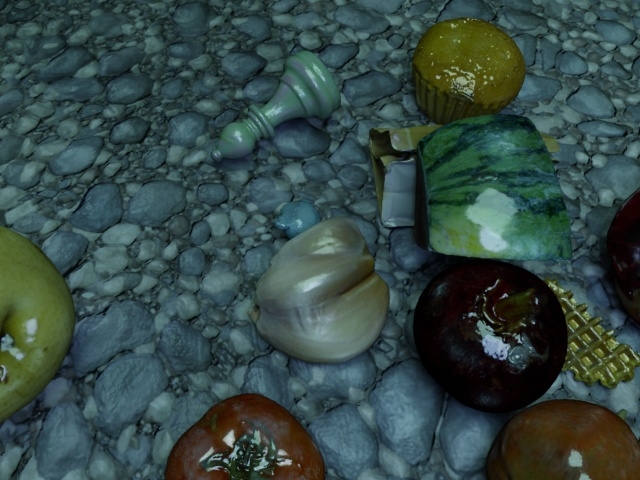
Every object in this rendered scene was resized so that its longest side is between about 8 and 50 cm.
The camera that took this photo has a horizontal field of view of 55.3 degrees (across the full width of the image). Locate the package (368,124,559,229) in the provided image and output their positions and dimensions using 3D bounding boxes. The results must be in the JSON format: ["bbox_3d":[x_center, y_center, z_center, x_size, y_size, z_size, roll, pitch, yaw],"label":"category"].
[{"bbox_3d":[0.259,-0.159,1.119,0.312,0.165,0.221,-2,61,-4],"label":"package"}]

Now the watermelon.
[{"bbox_3d":[0.267,-0.065,1.004,0.213,0.201,0.261,-1,69,-2],"label":"watermelon"}]

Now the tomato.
[{"bbox_3d":[-0.111,0.320,0.854,0.237,0.095,0.236,-5,52,6],"label":"tomato"}]

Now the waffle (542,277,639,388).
[{"bbox_3d":[0.438,0.156,1.016,0.192,0.046,0.160,18,62,7],"label":"waffle"}]

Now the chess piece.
[{"bbox_3d":[-0.102,-0.240,1.188,0.272,0.139,0.139,-38,68,-8],"label":"chess piece"}]

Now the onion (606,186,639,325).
[{"bbox_3d":[0.632,0.028,1.000,0.314,0.232,0.313,-1,87,17],"label":"onion"}]

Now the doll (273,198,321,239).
[{"bbox_3d":[-0.004,0.002,1.083,0.180,0.075,0.120,45,28,0],"label":"doll"}]

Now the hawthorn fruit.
[{"bbox_3d":[0.361,0.307,0.861,0.251,0.199,0.199,-27,64,-33],"label":"hawthorn fruit"}]

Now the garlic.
[{"bbox_3d":[0.000,0.094,0.973,0.228,0.110,0.217,-30,91,-5],"label":"garlic"}]

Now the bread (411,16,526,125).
[{"bbox_3d":[0.296,-0.342,1.237,0.240,0.139,0.239,1,61,-2],"label":"bread"}]

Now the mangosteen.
[{"bbox_3d":[0.258,0.127,0.903,0.236,0.261,0.235,1,62,-3],"label":"mangosteen"}]

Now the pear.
[{"bbox_3d":[-0.522,0.117,0.870,0.310,0.309,0.309,1,61,-2],"label":"pear"}]
